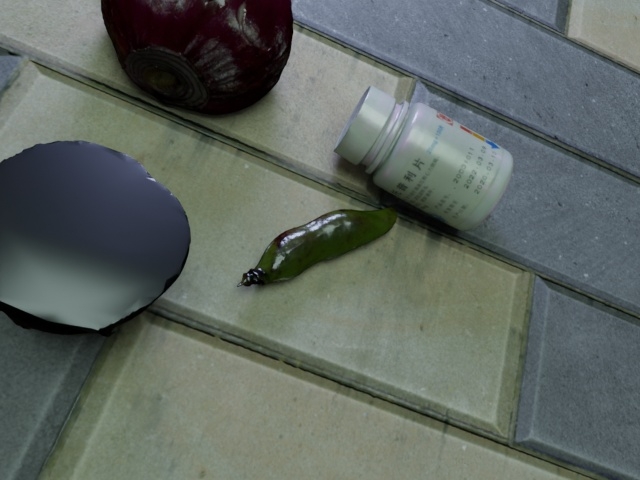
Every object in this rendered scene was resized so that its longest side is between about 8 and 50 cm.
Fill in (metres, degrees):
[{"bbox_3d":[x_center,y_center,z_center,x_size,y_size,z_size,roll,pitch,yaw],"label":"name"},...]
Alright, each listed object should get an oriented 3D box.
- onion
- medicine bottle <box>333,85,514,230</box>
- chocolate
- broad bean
[{"bbox_3d":[-0.209,-0.385,0.967,0.337,0.260,0.281,33,67,-3],"label":"onion"},{"bbox_3d":[0.183,-0.151,1.034,0.293,0.170,0.170,29,62,-5],"label":"medicine bottle"},{"bbox_3d":[-0.330,0.023,0.790,0.284,0.186,0.283,11,56,-17],"label":"chocolate"},{"bbox_3d":[0.000,0.000,0.973,0.339,0.061,0.077,-25,84,-24],"label":"broad bean"}]
